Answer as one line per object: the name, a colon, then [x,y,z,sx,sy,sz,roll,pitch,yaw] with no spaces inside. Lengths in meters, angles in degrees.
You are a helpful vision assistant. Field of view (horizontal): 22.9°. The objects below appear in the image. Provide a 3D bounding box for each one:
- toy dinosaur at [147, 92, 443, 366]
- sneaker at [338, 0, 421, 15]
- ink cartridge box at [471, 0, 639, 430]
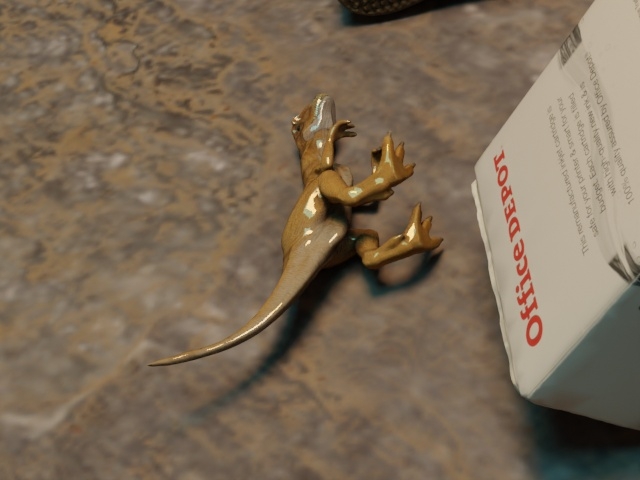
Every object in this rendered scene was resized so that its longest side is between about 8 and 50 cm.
toy dinosaur: [0.000,0.000,0.841,0.112,0.064,0.211,-18,32,30]
sneaker: [0.096,-0.194,0.969,0.188,0.066,0.071,-9,45,12]
ink cartridge box: [0.167,-0.042,0.695,0.092,0.219,0.160,16,43,-20]
